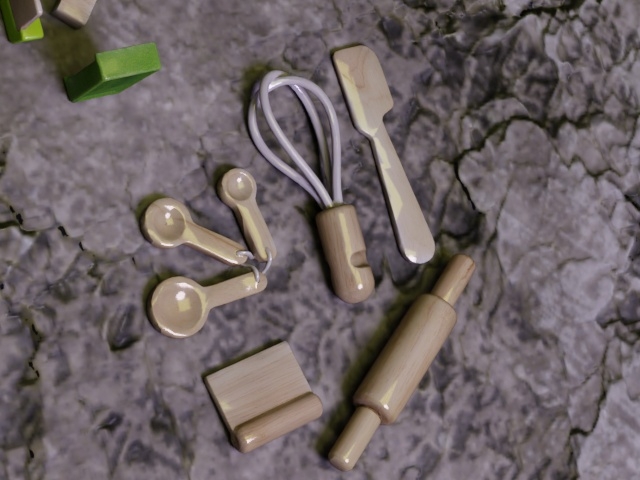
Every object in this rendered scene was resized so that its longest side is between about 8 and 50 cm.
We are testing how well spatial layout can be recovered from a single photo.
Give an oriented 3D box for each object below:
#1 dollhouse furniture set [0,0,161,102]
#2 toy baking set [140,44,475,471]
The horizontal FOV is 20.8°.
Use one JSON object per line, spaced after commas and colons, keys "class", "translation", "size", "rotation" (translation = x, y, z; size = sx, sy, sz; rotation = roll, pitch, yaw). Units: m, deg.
{"class": "dollhouse furniture set", "translation": [-0.141, -0.157, 0.979], "size": [0.076, 0.058, 0.152], "rotation": [-14, 87, -31]}
{"class": "toy baking set", "translation": [0.004, 0.006, 1.041], "size": [0.197, 0.030, 0.256], "rotation": [46, 62, -13]}
